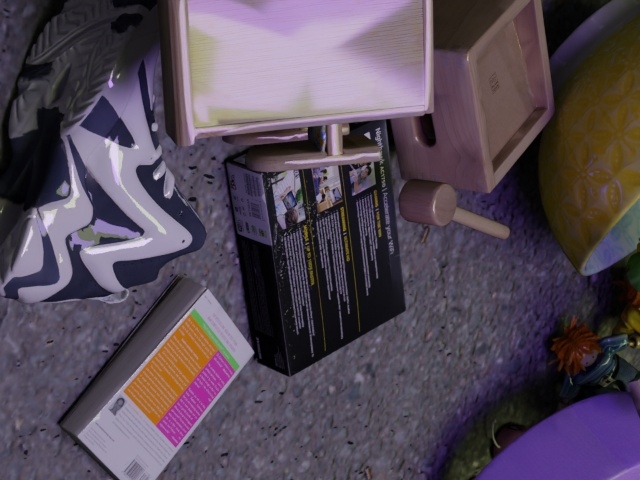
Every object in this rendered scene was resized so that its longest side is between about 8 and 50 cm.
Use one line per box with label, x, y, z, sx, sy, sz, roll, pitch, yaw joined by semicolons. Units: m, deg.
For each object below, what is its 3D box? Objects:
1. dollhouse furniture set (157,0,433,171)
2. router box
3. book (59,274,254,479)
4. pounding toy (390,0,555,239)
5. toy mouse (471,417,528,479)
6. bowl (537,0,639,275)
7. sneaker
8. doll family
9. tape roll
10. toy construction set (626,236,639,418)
dollhouse furniture set;-0.041;-0.149;1.081;0.161;0.242;0.212;-7;108;-14
router box;0.000;0.000;1.290;0.133;0.046;0.178;-27;122;-35
book;-0.118;0.112;1.229;0.144;0.035;0.096;-51;136;-17
pounding toy;0.099;-0.085;1.300;0.206;0.094;0.181;-48;136;-41
toy mouse;0.195;0.230;1.573;0.143;0.031;0.161;-22;119;-37
bowl;0.284;-0.121;1.416;0.289;0.156;0.289;-37;164;-12
sneaker;-0.129;-0.058;1.112;0.153;0.094;0.235;20;91;-48
doll family;0.300;0.113;1.595;0.263;0.118;0.163;-45;140;1
tape roll;0.241;0.272;1.526;0.275;0.090;0.274;-22;138;-21
toy construction set;0.362;0.031;1.432;0.257;0.237;0.309;44;53;-12
